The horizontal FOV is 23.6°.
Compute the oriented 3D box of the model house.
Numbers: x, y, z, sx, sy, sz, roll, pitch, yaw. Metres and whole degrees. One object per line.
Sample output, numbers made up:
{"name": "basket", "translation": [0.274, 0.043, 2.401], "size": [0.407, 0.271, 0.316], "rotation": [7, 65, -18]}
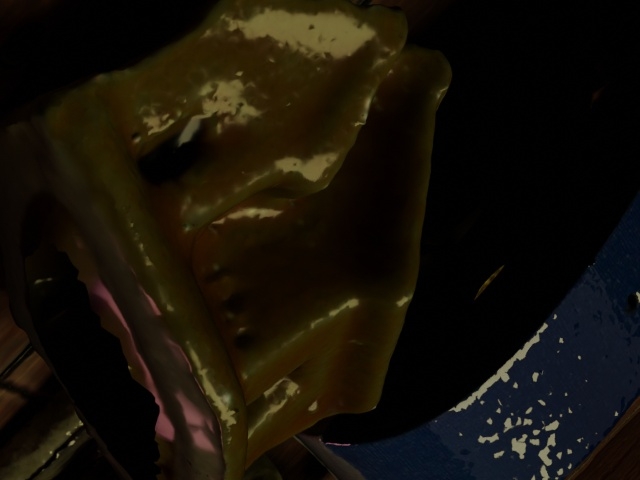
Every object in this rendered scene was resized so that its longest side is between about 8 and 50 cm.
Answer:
{"name": "model house", "translation": [-0.018, -0.011, 0.715], "size": [0.239, 0.173, 0.268], "rotation": [-35, 161, -26]}

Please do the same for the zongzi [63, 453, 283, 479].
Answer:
{"name": "zongzi", "translation": [-0.176, 0.238, 0.905], "size": [0.300, 0.145, 0.274], "rotation": [-27, 163, -35]}

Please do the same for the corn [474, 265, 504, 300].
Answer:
{"name": "corn", "translation": [0.091, 0.031, 1.150], "size": [0.292, 0.101, 0.101], "rotation": [-51, 160, 4]}

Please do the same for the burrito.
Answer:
{"name": "burrito", "translation": [-0.155, 0.116, 0.885], "size": [0.171, 0.042, 0.051], "rotation": [-43, 179, 7]}

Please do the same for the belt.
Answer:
{"name": "belt", "translation": [0.110, 0.000, 0.904], "size": [0.347, 0.212, 0.117], "rotation": [-53, 132, -15]}
